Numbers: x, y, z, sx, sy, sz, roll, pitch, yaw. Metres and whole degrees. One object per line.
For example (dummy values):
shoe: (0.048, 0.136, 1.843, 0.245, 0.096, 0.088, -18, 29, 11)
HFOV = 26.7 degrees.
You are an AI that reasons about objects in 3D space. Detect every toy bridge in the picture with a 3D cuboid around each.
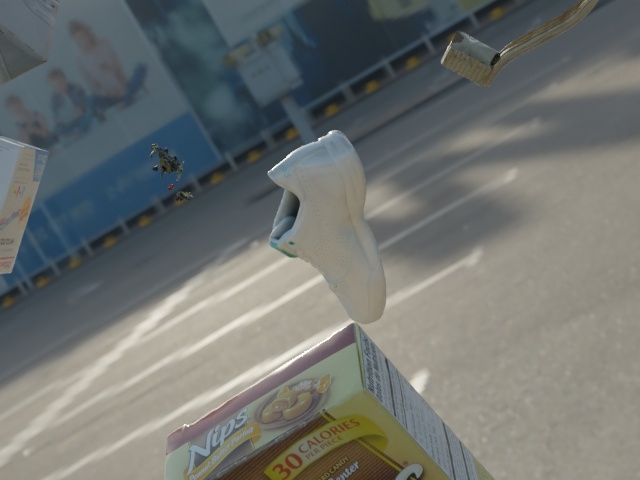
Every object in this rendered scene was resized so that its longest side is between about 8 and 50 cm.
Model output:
toy bridge: (0.139, -0.165, 0.780, 0.188, 0.063, 0.026, -60, 1, 36)

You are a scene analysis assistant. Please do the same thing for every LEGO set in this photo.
LEGO set: (-0.179, -0.086, 1.637, 0.054, 0.083, 0.023, 19, 51, 37)

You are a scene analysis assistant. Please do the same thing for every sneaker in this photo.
sneaker: (0.000, 0.000, 1.257, 0.094, 0.212, 0.080, -24, 37, -13)

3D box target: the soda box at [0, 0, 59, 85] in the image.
soda box: (-0.236, -0.237, 0.959, 0.098, 0.091, 0.286, -22, 47, 29)

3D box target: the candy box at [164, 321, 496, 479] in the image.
candy box: (0.045, 0.230, 1.065, 0.183, 0.316, 0.088, -33, 30, 16)

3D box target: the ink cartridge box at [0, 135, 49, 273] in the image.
ink cartridge box: (-0.359, -0.021, 1.455, 0.104, 0.061, 0.181, -12, -60, -85)
